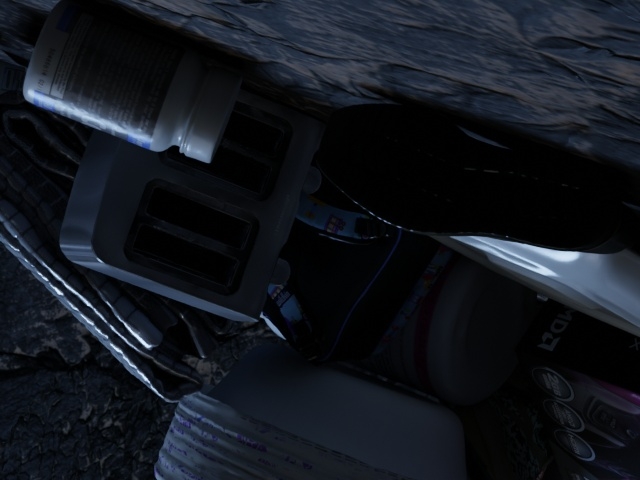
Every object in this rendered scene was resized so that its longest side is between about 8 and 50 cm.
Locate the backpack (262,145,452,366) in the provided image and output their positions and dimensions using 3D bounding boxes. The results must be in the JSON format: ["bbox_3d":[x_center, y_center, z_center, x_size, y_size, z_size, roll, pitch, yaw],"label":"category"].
[{"bbox_3d":[0.000,0.000,1.621,0.173,0.158,0.117,41,-159,30],"label":"backpack"}]

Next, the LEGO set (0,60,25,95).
[{"bbox_3d":[-0.343,-0.083,1.810,0.060,0.182,0.244,11,-177,6],"label":"LEGO set"}]

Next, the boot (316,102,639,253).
[{"bbox_3d":[0.106,-0.028,1.256,0.198,0.077,0.137,21,-179,20],"label":"boot"}]

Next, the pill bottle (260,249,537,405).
[{"bbox_3d":[0.043,0.036,1.787,0.283,0.160,0.160,18,175,33],"label":"pill bottle"}]

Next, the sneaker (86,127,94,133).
[{"bbox_3d":[-0.168,-0.093,1.835,0.110,0.107,0.275,41,168,-8],"label":"sneaker"}]

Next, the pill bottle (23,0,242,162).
[{"bbox_3d":[-0.128,-0.108,1.337,0.137,0.078,0.078,22,176,-1],"label":"pill bottle"}]

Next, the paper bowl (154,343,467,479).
[{"bbox_3d":[0.010,0.185,1.674,0.284,0.148,0.284,20,179,0],"label":"paper bowl"}]

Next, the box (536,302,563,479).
[{"bbox_3d":[0.302,0.252,2.390,0.293,0.295,0.073,25,177,-33],"label":"box"}]

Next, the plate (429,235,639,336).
[{"bbox_3d":[0.178,0.016,1.494,0.278,0.045,0.277,24,179,43],"label":"plate"}]

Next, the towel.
[{"bbox_3d":[-0.189,-0.004,1.639,0.284,0.121,0.235,46,173,-8],"label":"towel"}]

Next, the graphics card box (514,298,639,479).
[{"bbox_3d":[0.357,0.179,1.607,0.371,0.094,0.233,21,151,34],"label":"graphics card box"}]

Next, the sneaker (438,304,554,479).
[{"bbox_3d":[0.219,0.141,1.877,0.182,0.158,0.410,-16,-161,15],"label":"sneaker"}]

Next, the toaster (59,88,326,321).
[{"bbox_3d":[-0.101,-0.042,1.477,0.185,0.168,0.110,22,174,-19],"label":"toaster"}]

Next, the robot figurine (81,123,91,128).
[{"bbox_3d":[-0.254,-0.046,2.152,0.209,0.174,0.278,-15,152,41],"label":"robot figurine"}]
